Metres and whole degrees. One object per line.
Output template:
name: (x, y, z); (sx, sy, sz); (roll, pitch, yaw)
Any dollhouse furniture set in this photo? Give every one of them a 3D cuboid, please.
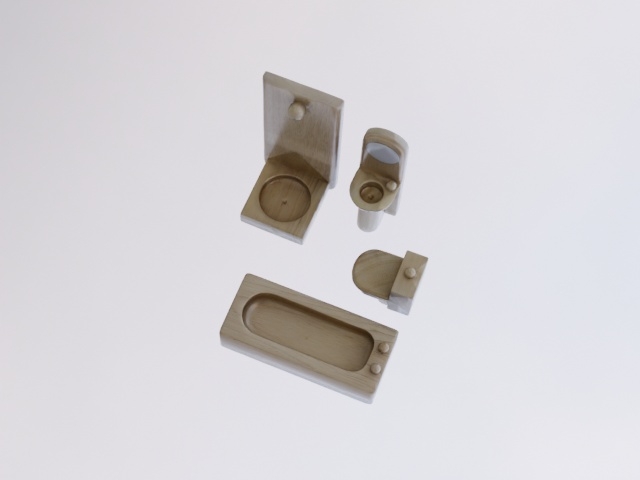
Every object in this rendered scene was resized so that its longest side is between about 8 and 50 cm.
dollhouse furniture set: (0.000, 0.000, 0.976); (0.123, 0.144, 0.151); (94, 18, -66)
